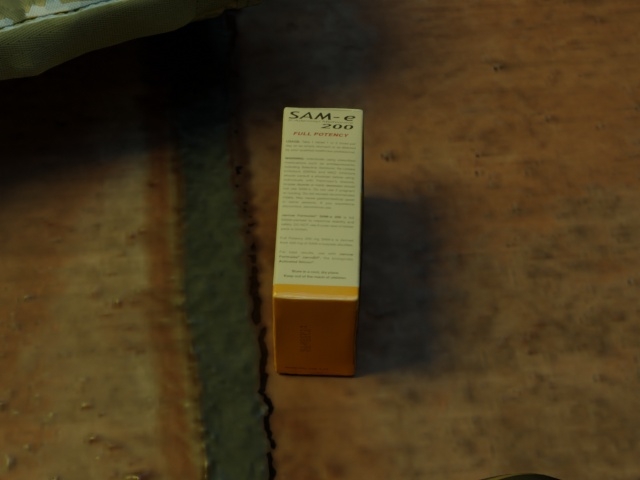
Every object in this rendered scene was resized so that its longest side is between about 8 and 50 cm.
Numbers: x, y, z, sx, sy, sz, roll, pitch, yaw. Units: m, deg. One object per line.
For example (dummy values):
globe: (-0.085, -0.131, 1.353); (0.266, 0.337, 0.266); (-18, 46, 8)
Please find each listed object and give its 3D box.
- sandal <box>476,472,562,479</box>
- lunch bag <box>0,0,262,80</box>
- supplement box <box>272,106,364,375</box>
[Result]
sandal: (-0.001, 0.133, 0.506); (0.219, 0.090, 0.060); (-23, 36, -9)
lunch bag: (-0.179, -0.179, 0.653); (0.235, 0.169, 0.287); (-17, 62, -15)
supplement box: (0.000, 0.000, 0.599); (0.036, 0.062, 0.098); (2, 55, 1)
